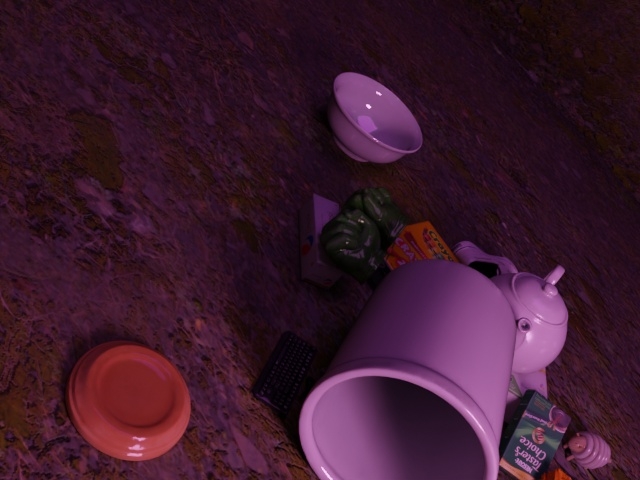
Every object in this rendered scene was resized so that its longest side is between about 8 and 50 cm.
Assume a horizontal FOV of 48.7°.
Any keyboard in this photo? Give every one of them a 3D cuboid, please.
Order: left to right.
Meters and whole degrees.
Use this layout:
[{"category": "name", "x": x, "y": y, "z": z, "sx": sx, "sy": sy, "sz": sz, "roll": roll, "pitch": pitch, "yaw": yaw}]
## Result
[{"category": "keyboard", "x": -0.050, "y": 0.251, "z": 1.310, "sx": 0.108, "sy": 0.023, "sz": 0.180, "roll": 39, "pitch": 37, "yaw": -6}]

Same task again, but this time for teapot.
[{"category": "teapot", "x": 0.466, "y": 0.160, "z": 1.596, "sx": 0.252, "sy": 0.187, "sz": 0.256, "roll": 15, "pitch": 40, "yaw": -26}]

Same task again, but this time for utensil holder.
[{"category": "utensil holder", "x": 0.182, "y": 0.252, "z": 1.274, "sx": 0.327, "sy": 0.327, "sz": 0.385, "roll": 41, "pitch": 35, "yaw": -2}]

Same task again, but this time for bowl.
[{"category": "bowl", "x": 0.125, "y": -0.312, "z": 1.946, "sx": 0.298, "sy": 0.134, "sz": 0.298, "roll": 25, "pitch": 41, "yaw": -23}]

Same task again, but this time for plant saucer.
[{"category": "plant saucer", "x": -0.288, "y": 0.237, "z": 1.088, "sx": 0.200, "sy": 0.037, "sz": 0.200, "roll": 26, "pitch": 39, "yaw": -23}]

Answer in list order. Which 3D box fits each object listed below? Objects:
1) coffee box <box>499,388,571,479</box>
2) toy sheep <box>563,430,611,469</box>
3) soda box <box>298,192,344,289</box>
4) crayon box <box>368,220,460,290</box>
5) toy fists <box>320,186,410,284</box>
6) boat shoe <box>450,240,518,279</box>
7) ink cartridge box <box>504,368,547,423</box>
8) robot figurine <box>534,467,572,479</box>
[{"category": "coffee box", "x": 0.451, "y": 0.427, "z": 1.510, "sx": 0.113, "sy": 0.040, "sz": 0.184, "roll": 38, "pitch": 70, "yaw": -9}, {"category": "toy sheep", "x": 0.628, "y": 0.491, "z": 1.648, "sx": 0.132, "sy": 0.091, "sz": 0.091, "roll": 26, "pitch": 39, "yaw": -22}, {"category": "soda box", "x": 0.000, "y": 0.000, "z": 1.570, "sx": 0.074, "sy": 0.069, "sz": 0.216, "roll": 23, "pitch": 40, "yaw": -25}, {"category": "crayon box", "x": 0.240, "y": 0.063, "z": 1.722, "sx": 0.318, "sy": 0.081, "sz": 0.202, "roll": -14, "pitch": 63, "yaw": -50}, {"category": "toy fists", "x": 0.097, "y": -0.029, "z": 1.543, "sx": 0.142, "sy": 0.096, "sz": 0.279, "roll": 39, "pitch": 41, "yaw": 1}, {"category": "boat shoe", "x": 0.441, "y": 0.085, "z": 1.856, "sx": 0.258, "sy": 0.095, "sz": 0.084, "roll": 19, "pitch": 29, "yaw": -35}, {"category": "ink cartridge box", "x": 0.441, "y": 0.309, "z": 1.652, "sx": 0.154, "sy": 0.093, "sz": 0.212, "roll": 34, "pitch": 35, "yaw": -10}, {"category": "robot figurine", "x": 0.542, "y": 0.614, "z": 1.425, "sx": 0.291, "sy": 0.085, "sz": 0.211, "roll": 48, "pitch": 37, "yaw": -8}]
